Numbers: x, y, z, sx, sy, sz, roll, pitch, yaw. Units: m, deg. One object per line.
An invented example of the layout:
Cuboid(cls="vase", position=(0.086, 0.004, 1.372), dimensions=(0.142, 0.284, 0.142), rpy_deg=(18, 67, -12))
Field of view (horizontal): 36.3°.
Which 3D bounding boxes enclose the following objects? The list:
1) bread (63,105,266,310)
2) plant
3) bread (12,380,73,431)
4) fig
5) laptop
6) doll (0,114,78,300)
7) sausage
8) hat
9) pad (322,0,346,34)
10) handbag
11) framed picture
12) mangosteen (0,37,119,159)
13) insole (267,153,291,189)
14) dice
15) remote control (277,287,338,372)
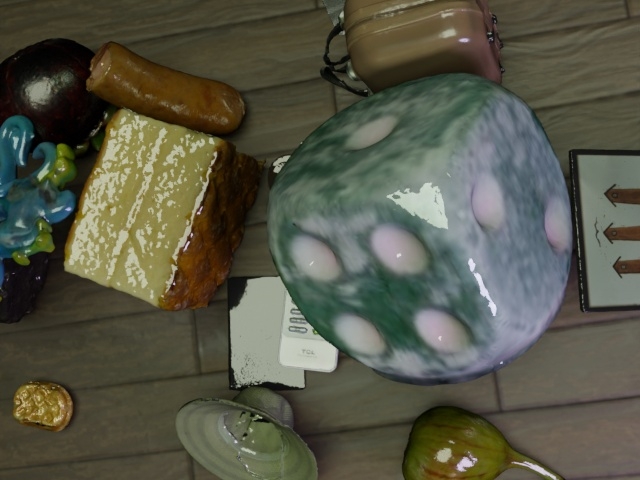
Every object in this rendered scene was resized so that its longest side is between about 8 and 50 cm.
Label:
Cuboid(cls="bread", position=(-0.248, -0.044, 1.582), dimensions=(0.207, 0.279, 0.278), rpy_deg=(19, 92, 10))
Cuboid(cls="plant", position=(-0.648, 0.032, 1.706), dimensions=(0.321, 0.194, 0.181), rpy_deg=(20, 77, 7))
Cuboid(cls="bread", position=(-0.486, 0.290, 1.711), dimensions=(0.111, 0.044, 0.083), rpy_deg=(8, 86, 14))
Cuboid(cls="fig", position=(0.260, 0.345, 1.518), dimensions=(0.260, 0.151, 0.151), rpy_deg=(11, 87, 8))
Cuboid(cls="laptop", position=(-0.093, 0.157, 1.664), dimensions=(0.135, 0.016, 0.197), rpy_deg=(-1, 86, 9))
Cuboid(cls="doll", position=(-0.529, -0.034, 1.547), dimensions=(0.342, 0.099, 0.345), rpy_deg=(-5, 68, 19))
Cuboid(cls="sausage", position=(-0.254, -0.243, 1.632), dimensions=(0.271, 0.109, 0.108), rpy_deg=(15, 88, -28))
Cuboid(cls="hat", position=(-0.105, 0.300, 1.597), dimensions=(0.252, 0.252, 0.110), rpy_deg=(16, 46, 12))
Cuboid(cls="pad", position=(0.050, -0.445, 1.692), dimensions=(0.112, 0.003, 0.157), rpy_deg=(-25, 81, 8))
Cuboid(cls="handbag", position=(0.134, -0.300, 1.519), dimensions=(0.283, 0.302, 0.149), rpy_deg=(-13, 81, 15))
Cuboid(cls="framed picture", position=(0.524, -0.017, 1.480), dimensions=(0.324, 0.013, 0.244), rpy_deg=(-1, 84, -20))
Cuboid(cls="mangosteen", position=(-0.462, -0.234, 1.679), dimensions=(0.216, 0.216, 0.216), rpy_deg=(-1, 85, 11))
Cuboid(cls="insole", position=(0.000, 0.000, 1.662), dimensions=(0.111, 0.007, 0.327), rpy_deg=(-28, 81, 6))
Cuboid(cls="dice", position=(0.152, -0.017, 1.411), dimensions=(0.328, 0.330, 0.348), rpy_deg=(-7, 122, 39))
Cuboid(cls="remote control", position=(-0.010, 0.092, 1.633), dimensions=(0.103, 0.034, 0.250), rpy_deg=(7, 86, 5))
